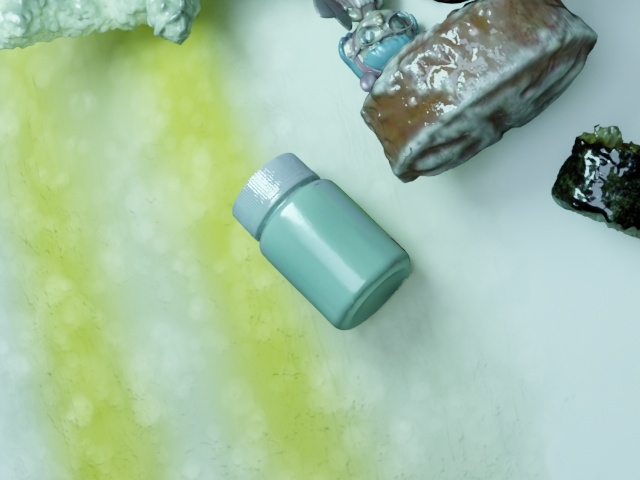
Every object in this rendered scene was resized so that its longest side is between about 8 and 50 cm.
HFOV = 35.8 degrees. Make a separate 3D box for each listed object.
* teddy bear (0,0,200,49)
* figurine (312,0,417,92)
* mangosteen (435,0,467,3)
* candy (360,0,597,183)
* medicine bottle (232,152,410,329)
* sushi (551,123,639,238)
[{"bbox_3d":[-0.228,-0.417,1.287,0.362,0.375,0.328,-18,84,52],"label":"teddy bear"},{"bbox_3d":[0.070,-0.328,1.328,0.205,0.103,0.260,-24,78,-16],"label":"figurine"},{"bbox_3d":[0.171,-0.429,1.150,0.296,0.297,0.314,5,93,22],"label":"mangosteen"},{"bbox_3d":[0.186,-0.197,1.206,0.289,0.214,0.157,-35,79,14],"label":"candy"},{"bbox_3d":[0.000,0.000,1.326,0.225,0.139,0.139,44,106,15],"label":"medicine bottle"},{"bbox_3d":[0.387,-0.056,1.179,0.212,0.147,0.115,23,93,3],"label":"sushi"}]
